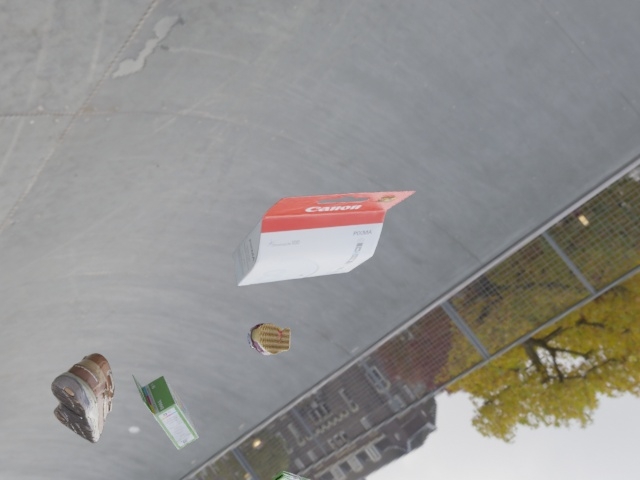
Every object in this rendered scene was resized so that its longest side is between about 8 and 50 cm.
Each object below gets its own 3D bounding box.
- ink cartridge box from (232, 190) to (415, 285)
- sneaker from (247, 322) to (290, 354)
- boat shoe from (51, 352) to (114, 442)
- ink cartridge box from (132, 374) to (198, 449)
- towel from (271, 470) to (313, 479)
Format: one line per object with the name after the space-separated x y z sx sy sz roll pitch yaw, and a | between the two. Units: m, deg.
0.000 0.000 1.333 0.308 0.091 0.385 -5 165 -25 | ink cartridge box
-0.128 0.215 1.286 0.084 0.069 0.185 -3 166 16 | sneaker
-0.506 0.351 1.310 0.116 0.123 0.324 -54 177 -39 | boat shoe
-0.382 0.411 1.472 0.062 0.109 0.209 -30 130 -13 | ink cartridge box
-0.079 0.533 1.233 0.113 0.023 0.152 -43 141 1 | towel
